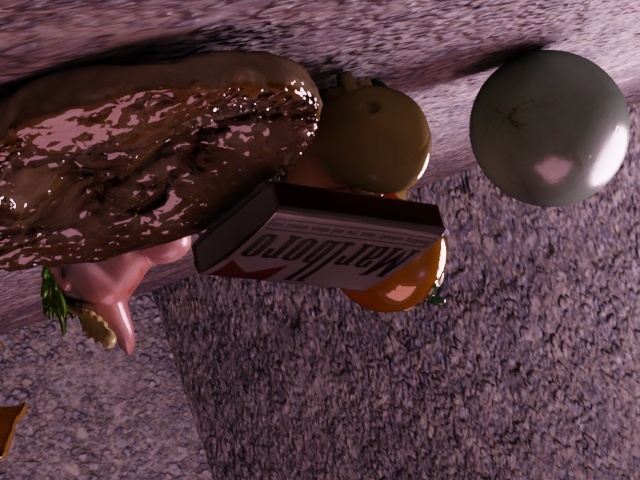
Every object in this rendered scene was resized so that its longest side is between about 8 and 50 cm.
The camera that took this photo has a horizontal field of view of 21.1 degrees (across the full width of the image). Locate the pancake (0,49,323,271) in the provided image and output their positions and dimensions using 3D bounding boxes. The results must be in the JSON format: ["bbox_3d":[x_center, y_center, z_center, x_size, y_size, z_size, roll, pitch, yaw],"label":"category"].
[{"bbox_3d":[-0.175,-0.051,1.238,0.386,0.082,0.387,-18,170,-3],"label":"pancake"}]

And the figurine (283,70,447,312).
[{"bbox_3d":[0.042,-0.037,1.572,0.124,0.222,0.324,-16,178,-9],"label":"figurine"}]

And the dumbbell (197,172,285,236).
[{"bbox_3d":[-0.082,-0.056,1.887,0.254,0.082,0.081,-20,177,31],"label":"dumbbell"}]

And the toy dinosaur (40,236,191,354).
[{"bbox_3d":[-0.250,0.047,2.150,0.177,0.194,0.152,3,170,3],"label":"toy dinosaur"}]

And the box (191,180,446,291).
[{"bbox_3d":[0.000,0.000,1.394,0.177,0.036,0.115,6,150,-38],"label":"box"}]

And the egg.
[{"bbox_3d":[0.244,-0.119,1.836,0.168,0.168,0.231,-19,175,18],"label":"egg"}]

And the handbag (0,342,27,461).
[{"bbox_3d":[-0.470,0.190,1.529,0.401,0.133,0.283,-20,-179,-4],"label":"handbag"}]
